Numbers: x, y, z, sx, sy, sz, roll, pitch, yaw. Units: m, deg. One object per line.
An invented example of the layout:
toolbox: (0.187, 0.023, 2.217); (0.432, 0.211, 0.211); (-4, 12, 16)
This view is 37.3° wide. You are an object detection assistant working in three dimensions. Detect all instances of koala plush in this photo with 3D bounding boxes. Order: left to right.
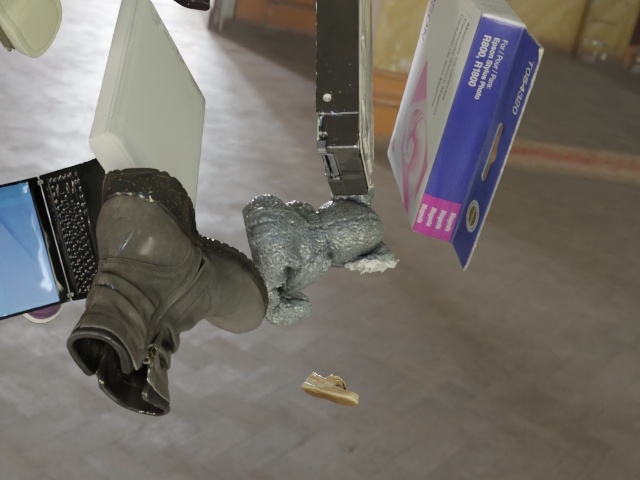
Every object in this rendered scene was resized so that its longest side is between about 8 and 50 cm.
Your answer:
koala plush: (0.000, 0.000, 1.471); (0.221, 0.203, 0.196); (-12, 64, -4)

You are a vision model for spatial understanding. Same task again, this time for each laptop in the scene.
laptop: (-0.476, 0.004, 1.621); (0.264, 0.234, 0.136); (-10, 7, 36)

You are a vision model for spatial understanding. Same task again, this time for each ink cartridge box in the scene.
ink cartridge box: (0.182, -0.182, 1.315); (0.071, 0.324, 0.330); (8, 30, -11)

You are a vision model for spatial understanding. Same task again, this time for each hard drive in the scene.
hard drive: (-0.211, -0.153, 1.206); (0.040, 0.203, 0.308); (-15, 43, 13)
hard drive: (0.035, -0.250, 1.273); (0.064, 0.339, 0.237); (0, -12, 6)

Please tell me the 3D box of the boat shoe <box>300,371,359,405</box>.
boat shoe: (0.027, 0.338, 2.190); (0.170, 0.059, 0.063); (8, -28, 44)

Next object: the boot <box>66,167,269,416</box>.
boot: (-0.168, 0.093, 1.047); (0.118, 0.338, 0.223); (-6, 60, 22)

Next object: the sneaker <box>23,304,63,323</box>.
sneaker: (-0.610, 0.029, 1.849); (0.283, 0.124, 0.107); (39, 60, 10)

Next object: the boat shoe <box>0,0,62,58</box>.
boat shoe: (-0.372, -0.318, 1.042); (0.091, 0.305, 0.109); (25, 67, 11)

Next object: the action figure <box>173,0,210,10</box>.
action figure: (-0.208, -0.576, 1.756); (0.099, 0.285, 0.185); (18, -22, -6)
